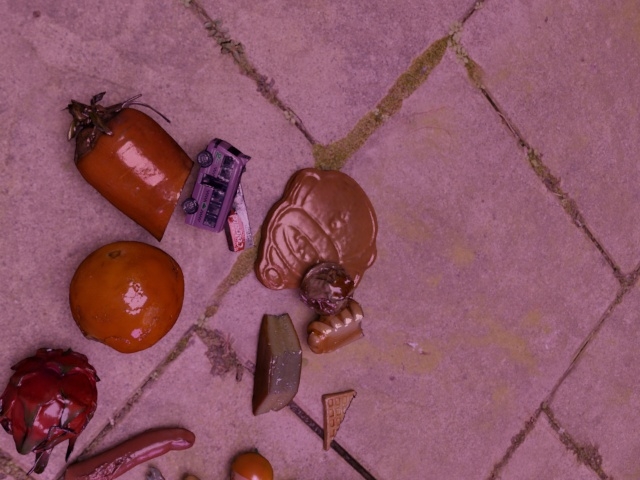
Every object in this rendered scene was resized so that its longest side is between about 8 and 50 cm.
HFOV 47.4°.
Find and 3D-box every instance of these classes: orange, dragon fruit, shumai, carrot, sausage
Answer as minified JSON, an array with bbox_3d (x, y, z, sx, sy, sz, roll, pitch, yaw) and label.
[{"bbox_3d":[-0.408,0.117,1.545,0.239,0.240,0.240,-2,96,-25],"label":"orange"},{"bbox_3d":[-0.564,0.342,1.506,0.192,0.193,0.274,24,57,-20],"label":"dragon fruit"},{"bbox_3d":[0.027,0.122,1.755,0.145,0.116,0.146,-6,105,-21],"label":"shumai"},{"bbox_3d":[-0.400,-0.176,1.538,0.214,0.193,0.331,-42,111,18],"label":"carrot"},{"bbox_3d":[-0.432,0.490,1.656,0.304,0.078,0.078,-19,103,-24],"label":"sausage"}]

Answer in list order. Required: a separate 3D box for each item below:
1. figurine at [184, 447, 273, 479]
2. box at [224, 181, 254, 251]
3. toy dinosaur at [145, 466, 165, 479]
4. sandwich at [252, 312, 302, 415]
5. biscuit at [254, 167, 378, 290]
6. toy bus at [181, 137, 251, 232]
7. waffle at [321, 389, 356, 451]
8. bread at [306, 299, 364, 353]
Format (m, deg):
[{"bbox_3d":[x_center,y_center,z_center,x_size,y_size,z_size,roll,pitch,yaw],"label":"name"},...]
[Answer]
[{"bbox_3d":[-0.179,0.623,1.763,0.324,0.124,0.222,27,83,-21],"label":"figurine"},{"bbox_3d":[-0.208,-0.083,1.726,0.055,0.039,0.218,-15,101,-25],"label":"box"},{"bbox_3d":[-0.424,0.733,1.679,0.205,0.092,0.393,-13,98,-29],"label":"toy dinosaur"},{"bbox_3d":[-0.106,0.312,1.786,0.094,0.096,0.258,1,97,-31],"label":"sandwich"},{"bbox_3d":[0.000,0.000,1.826,0.312,0.057,0.351,40,78,-22],"label":"biscuit"},{"bbox_3d":[-0.236,-0.123,1.642,0.108,0.096,0.199,20,106,-1],"label":"toy bus"},{"bbox_3d":[0.051,0.472,1.910,0.097,0.023,0.153,-3,95,-24],"label":"waffle"},{"bbox_3d":[0.042,0.216,1.838,0.177,0.084,0.119,-24,145,-20],"label":"bread"}]
